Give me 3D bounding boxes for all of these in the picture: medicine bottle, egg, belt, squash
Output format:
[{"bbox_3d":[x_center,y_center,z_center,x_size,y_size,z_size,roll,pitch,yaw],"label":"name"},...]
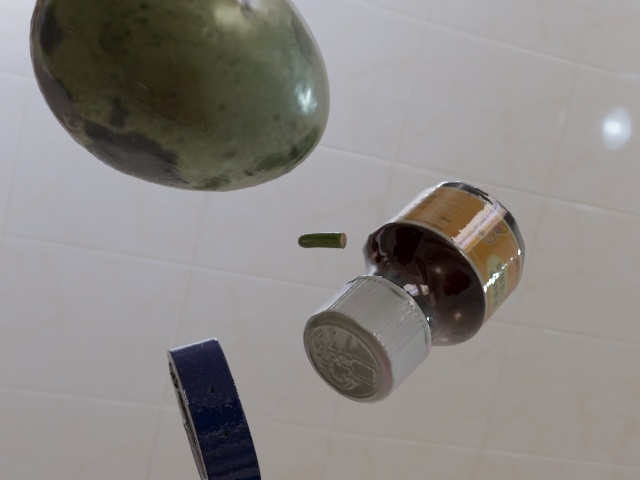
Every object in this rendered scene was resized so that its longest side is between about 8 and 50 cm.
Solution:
[{"bbox_3d":[0.147,0.091,1.614,0.395,0.242,0.242,-44,174,-37],"label":"medicine bottle"},{"bbox_3d":[-0.188,-0.242,1.403,0.345,0.428,0.345,-51,-158,30],"label":"egg"},{"bbox_3d":[-0.221,0.369,2.096,0.212,0.117,0.347,95,-25,-55],"label":"belt"},{"bbox_3d":[0.000,0.000,1.653,0.027,0.083,0.027,0,90,-65],"label":"squash"}]
